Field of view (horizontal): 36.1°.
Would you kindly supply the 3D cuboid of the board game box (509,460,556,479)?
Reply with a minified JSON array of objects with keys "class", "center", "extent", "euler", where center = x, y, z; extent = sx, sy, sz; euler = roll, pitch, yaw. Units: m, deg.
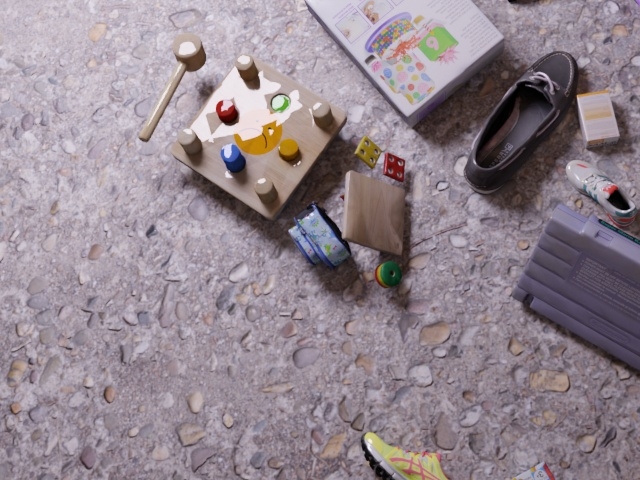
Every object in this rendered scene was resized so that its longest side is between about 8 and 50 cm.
[{"class":"board game box","center":[0.368,0.518,1.581],"extent":[0.144,0.142,0.275],"euler":[-28,71,-3]}]

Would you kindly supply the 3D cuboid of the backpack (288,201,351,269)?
[{"class":"backpack","center":[0.000,0.000,1.811],"extent":[0.084,0.105,0.114],"euler":[-39,79,4]}]

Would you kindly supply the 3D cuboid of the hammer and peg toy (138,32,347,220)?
[{"class":"hammer and peg toy","center":[-0.165,-0.224,1.889],"extent":[0.361,0.127,0.266],"euler":[32,81,15]}]

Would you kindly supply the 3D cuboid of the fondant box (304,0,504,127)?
[{"class":"fondant box","center":[0.159,-0.421,1.900],"extent":[0.238,0.096,0.330],"euler":[-39,78,1]}]

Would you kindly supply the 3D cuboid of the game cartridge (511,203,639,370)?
[{"class":"game cartridge","center":[0.519,0.101,1.656],"extent":[0.355,0.230,0.068],"euler":[31,46,14]}]

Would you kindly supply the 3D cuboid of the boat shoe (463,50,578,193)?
[{"class":"boat shoe","center":[0.386,-0.233,1.843],"extent":[0.112,0.095,0.335],"euler":[34,79,15]}]

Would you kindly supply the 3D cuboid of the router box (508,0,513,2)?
[{"class":"router box","center":[0.441,-0.568,1.970],"extent":[0.179,0.046,0.133],"euler":[-17,71,1]}]

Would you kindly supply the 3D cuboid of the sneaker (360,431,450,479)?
[{"class":"sneaker","center":[0.161,0.391,1.686],"extent":[0.208,0.081,0.094],"euler":[39,73,10]}]

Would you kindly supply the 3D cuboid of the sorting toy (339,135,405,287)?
[{"class":"sorting toy","center":[0.090,-0.053,1.816],"extent":[0.132,0.046,0.275],"euler":[17,67,-32]}]

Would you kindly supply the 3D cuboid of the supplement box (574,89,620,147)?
[{"class":"supplement box","center":[0.523,-0.229,1.857],"extent":[0.062,0.036,0.098],"euler":[-8,72,4]}]

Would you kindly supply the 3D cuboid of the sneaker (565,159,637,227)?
[{"class":"sneaker","center":[0.518,-0.097,1.795],"extent":[0.057,0.075,0.161],"euler":[-39,73,-6]}]

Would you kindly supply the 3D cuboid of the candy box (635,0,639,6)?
[{"class":"candy box","center":[0.655,-0.495,1.843],"extent":[0.070,0.196,0.165],"euler":[-32,72,-4]}]
